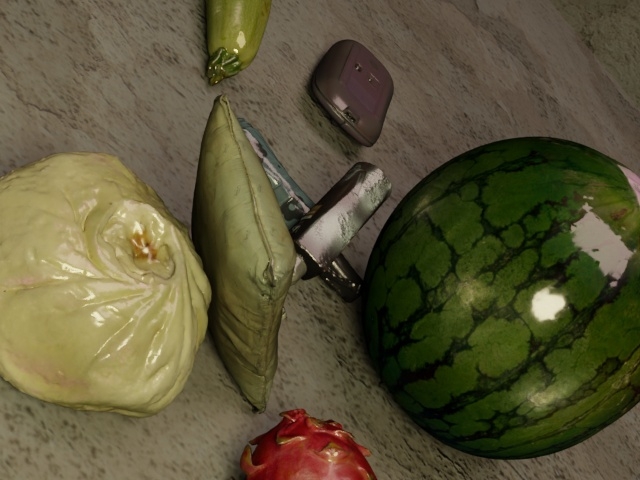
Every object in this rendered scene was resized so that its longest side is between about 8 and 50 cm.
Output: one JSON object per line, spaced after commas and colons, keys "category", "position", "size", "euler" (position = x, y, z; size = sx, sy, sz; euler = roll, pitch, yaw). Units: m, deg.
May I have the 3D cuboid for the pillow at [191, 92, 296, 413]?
{"category": "pillow", "position": [-0.072, 0.025, 1.133], "size": [0.075, 0.302, 0.184], "euler": [-13, 64, -13]}

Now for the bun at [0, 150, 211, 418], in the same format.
{"category": "bun", "position": [-0.183, 0.026, 1.060], "size": [0.244, 0.153, 0.243], "euler": [40, 29, -27]}

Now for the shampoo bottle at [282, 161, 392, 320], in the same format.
{"category": "shampoo bottle", "position": [0.000, -0.001, 1.369], "size": [0.063, 0.057, 0.207], "euler": [46, 59, -6]}

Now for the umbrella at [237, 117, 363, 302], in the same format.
{"category": "umbrella", "position": [-0.033, -0.034, 1.435], "size": [0.250, 0.052, 0.053], "euler": [51, 20, 2]}

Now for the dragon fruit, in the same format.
{"category": "dragon fruit", "position": [-0.009, 0.234, 1.098], "size": [0.136, 0.133, 0.165], "euler": [-13, 58, -12]}

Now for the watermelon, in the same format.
{"category": "watermelon", "position": [0.213, 0.062, 1.369], "size": [0.363, 0.363, 0.363], "euler": [35, 33, -27]}

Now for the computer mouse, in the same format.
{"category": "computer mouse", "position": [0.045, -0.202, 1.730], "size": [0.120, 0.057, 0.232], "euler": [43, 27, -14]}

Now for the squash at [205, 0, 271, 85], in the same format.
{"category": "squash", "position": [-0.114, -0.270, 1.574], "size": [0.094, 0.094, 0.224], "euler": [34, 42, -29]}
